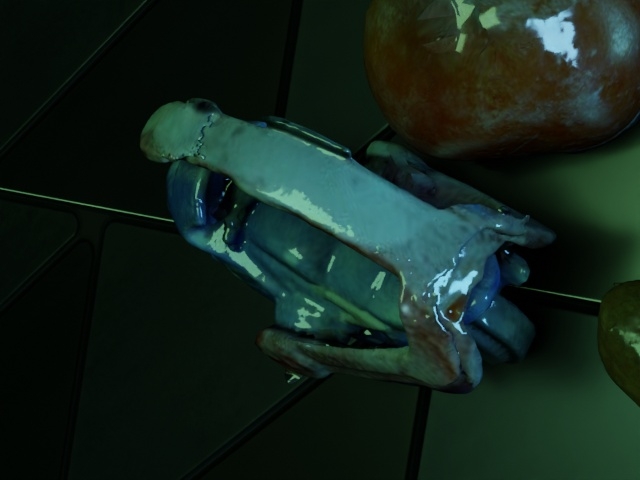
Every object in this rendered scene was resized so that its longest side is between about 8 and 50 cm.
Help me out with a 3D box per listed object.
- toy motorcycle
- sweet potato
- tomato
[{"bbox_3d":[0.013,-0.019,1.000,0.319,0.182,0.241,21,138,30],"label":"toy motorcycle"},{"bbox_3d":[0.268,0.118,0.922,0.233,0.062,0.081,46,109,23],"label":"sweet potato"},{"bbox_3d":[0.120,-0.146,0.978,0.214,0.155,0.180,-14,84,30],"label":"tomato"}]
